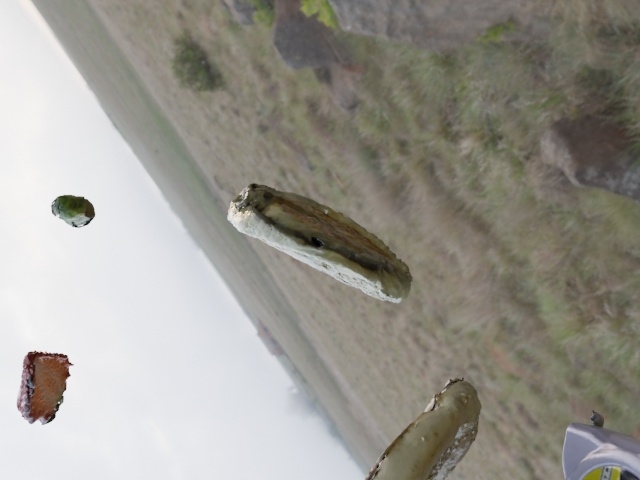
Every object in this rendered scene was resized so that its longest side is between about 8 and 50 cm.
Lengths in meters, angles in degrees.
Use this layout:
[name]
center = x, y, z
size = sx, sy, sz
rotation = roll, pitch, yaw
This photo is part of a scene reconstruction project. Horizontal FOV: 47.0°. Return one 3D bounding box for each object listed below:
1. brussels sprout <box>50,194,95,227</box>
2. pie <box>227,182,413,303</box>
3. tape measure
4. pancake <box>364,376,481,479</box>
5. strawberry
[brussels sprout]
center = -0.352, -0.043, 1.055
size = 0.083, 0.050, 0.046
rotation = 170, 87, -85
[pie]
center = 0.000, -0.001, 1.186
size = 0.338, 0.077, 0.339
rotation = 25, -171, -4
[tape measure]
center = 0.335, 0.296, 0.771
size = 0.105, 0.179, 0.196
rotation = 17, 180, -26
[pancake]
center = 0.093, 0.330, 0.918
size = 0.071, 0.382, 0.382
rotation = 33, 165, 20
[strawberry]
center = -0.385, 0.194, 1.007
size = 0.048, 0.104, 0.152
rotation = 14, 142, 8
